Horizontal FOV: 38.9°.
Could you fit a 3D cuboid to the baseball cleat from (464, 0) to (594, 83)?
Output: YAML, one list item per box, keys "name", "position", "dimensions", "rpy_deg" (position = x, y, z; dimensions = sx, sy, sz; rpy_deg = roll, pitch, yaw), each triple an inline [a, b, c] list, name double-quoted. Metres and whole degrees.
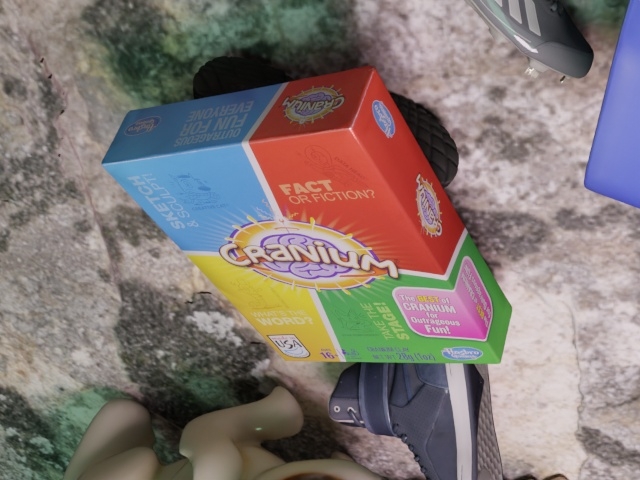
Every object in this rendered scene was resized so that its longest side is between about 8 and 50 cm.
- name: "baseball cleat"
  position: [0.141, -0.206, 0.660]
  dimensions: [0.206, 0.072, 0.109]
  rpy_deg: [34, 122, -13]

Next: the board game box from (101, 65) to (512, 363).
- name: "board game box"
  position: [0.000, 0.000, 0.792]
  dimensions: [0.242, 0.064, 0.316]
  rpy_deg: [-5, 141, 32]

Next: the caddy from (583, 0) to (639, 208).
- name: "caddy"
  position: [0.281, -0.131, 0.524]
  dimensions: [0.179, 0.241, 0.341]
  rpy_deg: [21, 161, 17]

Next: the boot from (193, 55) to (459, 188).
- name: "boot"
  position: [-0.007, -0.066, 0.826]
  dimensions: [0.247, 0.083, 0.161]
  rpy_deg: [18, 142, 5]

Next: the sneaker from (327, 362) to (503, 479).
- name: "sneaker"
  position: [0.094, 0.210, 0.920]
  dimensions: [0.164, 0.226, 0.086]
  rpy_deg: [-12, 160, 26]

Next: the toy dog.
- name: "toy dog"
  position: [-0.097, 0.332, 0.954]
  dimensions: [0.408, 0.395, 0.284]
  rpy_deg: [-14, 111, 37]

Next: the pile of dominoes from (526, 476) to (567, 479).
- name: "pile of dominoes"
  position: [0.210, 0.348, 1.092]
  dimensions: [0.251, 0.040, 0.196]
  rpy_deg: [-11, 122, 16]
